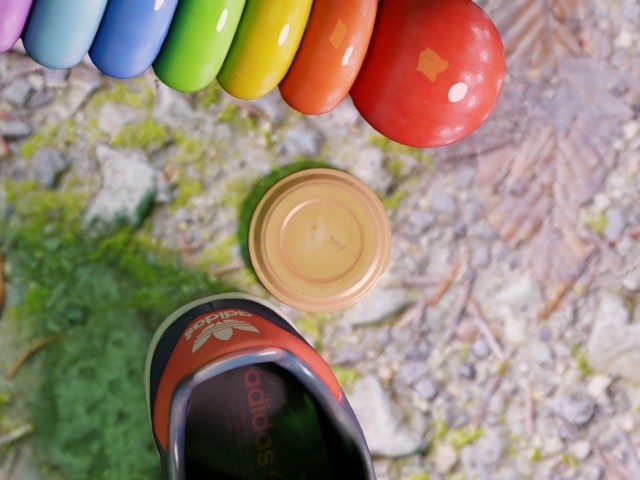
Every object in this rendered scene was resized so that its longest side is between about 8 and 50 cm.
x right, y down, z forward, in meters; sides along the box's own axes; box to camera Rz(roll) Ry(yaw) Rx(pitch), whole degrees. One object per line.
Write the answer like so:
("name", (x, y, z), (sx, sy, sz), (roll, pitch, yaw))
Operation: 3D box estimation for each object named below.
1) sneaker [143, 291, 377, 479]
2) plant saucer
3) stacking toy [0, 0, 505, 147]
("sneaker", (-0.007, 0.200, 0.994), (0.131, 0.148, 0.350), (-23, 94, -7))
("plant saucer", (0.000, 0.000, 1.060), (0.083, 0.013, 0.083), (0, 92, -8))
("stacking toy", (-0.054, -0.133, 0.998), (0.330, 0.141, 0.141), (15, 89, -12))
